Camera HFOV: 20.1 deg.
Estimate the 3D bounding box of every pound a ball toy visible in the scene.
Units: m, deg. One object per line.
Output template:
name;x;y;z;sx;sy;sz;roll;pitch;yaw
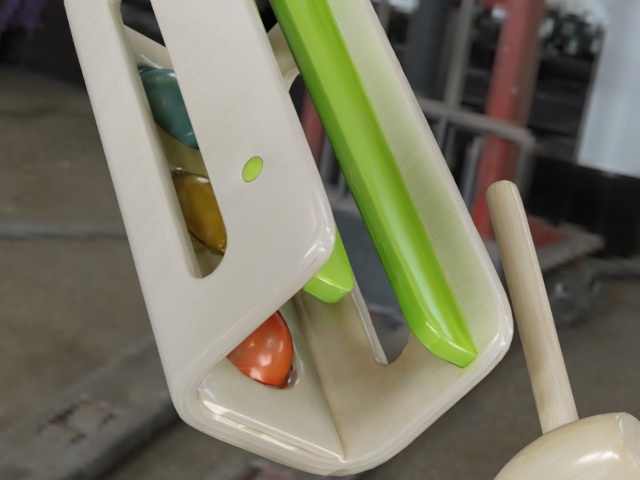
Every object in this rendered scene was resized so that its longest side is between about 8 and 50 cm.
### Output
pound a ball toy;0.000;0.000;0.844;0.208;0.136;0.319;27;30;-40
